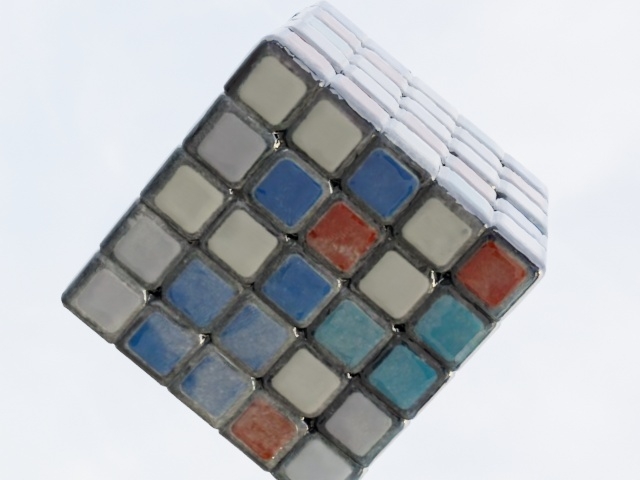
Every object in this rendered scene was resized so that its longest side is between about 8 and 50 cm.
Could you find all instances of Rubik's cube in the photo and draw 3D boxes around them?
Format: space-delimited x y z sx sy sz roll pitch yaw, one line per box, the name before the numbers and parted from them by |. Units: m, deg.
Rubik's cube | 0.000 0.000 1.315 0.293 0.292 0.287 40 -74 -2
